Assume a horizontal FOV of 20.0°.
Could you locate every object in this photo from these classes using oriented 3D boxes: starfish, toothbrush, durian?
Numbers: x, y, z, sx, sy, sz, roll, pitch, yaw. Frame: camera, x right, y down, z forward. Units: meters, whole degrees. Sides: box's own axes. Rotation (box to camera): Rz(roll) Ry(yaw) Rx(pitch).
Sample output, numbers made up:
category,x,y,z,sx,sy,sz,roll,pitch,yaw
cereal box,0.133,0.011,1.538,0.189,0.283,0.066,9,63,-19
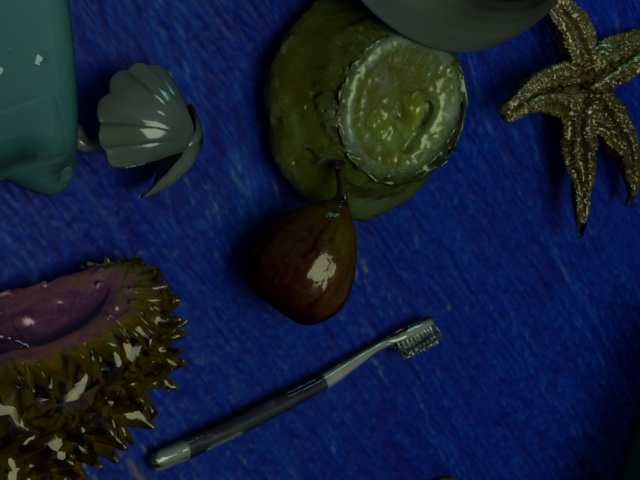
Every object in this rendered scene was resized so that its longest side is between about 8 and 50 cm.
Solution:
category,x,y,z,sx,sy,sz,roll,pitch,yaw
starfish,0.236,-0.126,1.589,0.240,0.043,0.227,-26,115,-35
toothbrush,-0.015,0.124,1.452,0.288,0.026,0.024,-23,153,-32
durian,-0.218,0.131,1.242,0.341,0.112,0.191,-15,105,-37

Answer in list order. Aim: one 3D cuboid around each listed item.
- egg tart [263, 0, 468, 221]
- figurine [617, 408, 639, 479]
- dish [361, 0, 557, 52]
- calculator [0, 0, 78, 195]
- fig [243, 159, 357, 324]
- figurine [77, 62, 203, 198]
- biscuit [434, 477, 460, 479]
category,x,y,z,sx,sy,sz,roll,pitch,yaw
egg tart,0.044,-0.104,1.424,0.197,0.078,0.197,-8,104,-34
figurine,0.381,0.230,1.650,0.340,0.231,0.323,-45,122,-16
dish,0.128,-0.288,1.373,0.273,0.134,0.273,9,76,-38
calculator,-0.285,-0.184,1.174,0.256,0.054,0.386,-23,108,-32
fig,0.000,0.000,1.391,0.089,0.089,0.125,25,104,-38
figurine,-0.128,-0.084,1.306,0.086,0.082,0.094,31,68,-20
biscuit,0.108,0.247,1.570,0.084,0.023,0.084,-9,105,-38
